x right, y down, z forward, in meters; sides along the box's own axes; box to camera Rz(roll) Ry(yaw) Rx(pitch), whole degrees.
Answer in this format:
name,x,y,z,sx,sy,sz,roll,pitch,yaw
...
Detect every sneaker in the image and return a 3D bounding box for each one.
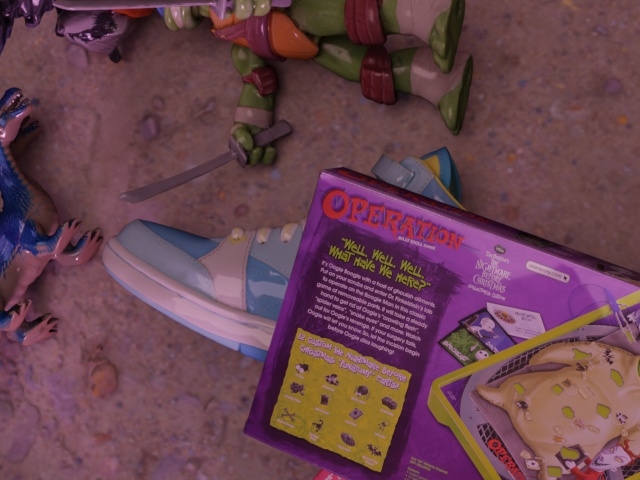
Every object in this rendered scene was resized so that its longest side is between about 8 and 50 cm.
name,x,y,z,sx,sy,sz,roll,pitch,yaw
sneaker,0.000,0.000,1.205,0.319,0.127,0.208,22,91,11

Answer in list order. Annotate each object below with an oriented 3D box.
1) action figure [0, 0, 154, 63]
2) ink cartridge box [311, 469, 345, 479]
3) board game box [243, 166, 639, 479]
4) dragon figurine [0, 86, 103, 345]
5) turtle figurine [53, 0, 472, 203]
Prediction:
name,x,y,z,sx,sy,sz,roll,pitch,yaw
action figure,-0.163,-0.267,1.221,0.178,0.330,0.341,15,46,-6
ink cartridge box,0.058,0.295,1.147,0.237,0.100,0.172,44,96,20
board game box,0.131,0.101,1.056,0.347,0.056,0.208,22,107,19
dragon figurine,-0.287,0.017,1.316,0.144,0.085,0.289,27,90,20
turtle figurine,-0.028,-0.127,1.199,0.266,0.275,0.198,8,118,15
